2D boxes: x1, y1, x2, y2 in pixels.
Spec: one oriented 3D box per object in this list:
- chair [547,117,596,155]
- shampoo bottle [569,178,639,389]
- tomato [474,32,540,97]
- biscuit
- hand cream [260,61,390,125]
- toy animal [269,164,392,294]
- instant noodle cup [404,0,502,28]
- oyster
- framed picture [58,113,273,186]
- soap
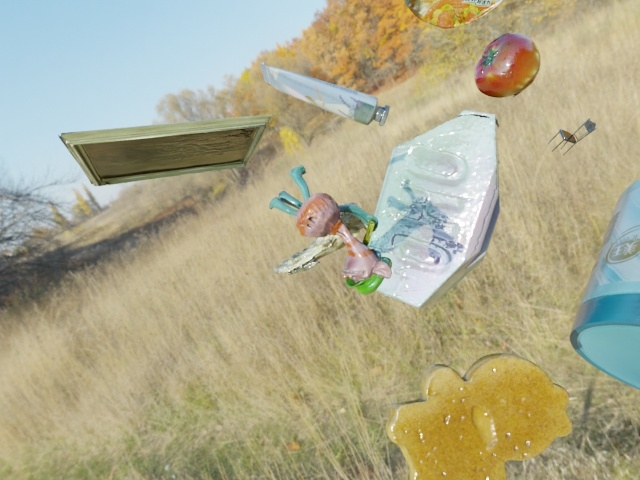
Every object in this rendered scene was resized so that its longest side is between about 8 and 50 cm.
[{"bbox_3d":[0.524,-0.220,0.873,0.086,0.042,0.037,126,157,-46],"label":"chair"},{"bbox_3d":[0.683,0.086,0.751,0.331,0.331,0.343,0,54,58],"label":"shampoo bottle"},{"bbox_3d":[0.263,-0.240,0.581,0.087,0.075,0.087,-54,22,34],"label":"tomato"},{"bbox_3d":[0.199,0.223,0.523,0.225,0.166,0.036,-27,-8,-5],"label":"biscuit"},{"bbox_3d":[0.008,-0.282,0.801,0.088,0.256,0.055,-61,-8,-89],"label":"hand cream"},{"bbox_3d":[0.024,-0.019,0.612,0.103,0.208,0.100,-47,-4,-23],"label":"toy animal"},{"bbox_3d":[0.317,-0.670,0.957,0.264,0.264,0.200,-13,54,39],"label":"instant noodle cup"},{"bbox_3d":[0.001,0.004,0.715,0.199,0.061,0.106,-31,-4,15],"label":"oyster"},{"bbox_3d":[-0.206,-0.123,0.596,0.252,0.014,0.197,-12,-4,-20],"label":"framed picture"},{"bbox_3d":[0.272,-0.073,0.983,0.261,0.446,0.156,21,12,30],"label":"soap"}]
